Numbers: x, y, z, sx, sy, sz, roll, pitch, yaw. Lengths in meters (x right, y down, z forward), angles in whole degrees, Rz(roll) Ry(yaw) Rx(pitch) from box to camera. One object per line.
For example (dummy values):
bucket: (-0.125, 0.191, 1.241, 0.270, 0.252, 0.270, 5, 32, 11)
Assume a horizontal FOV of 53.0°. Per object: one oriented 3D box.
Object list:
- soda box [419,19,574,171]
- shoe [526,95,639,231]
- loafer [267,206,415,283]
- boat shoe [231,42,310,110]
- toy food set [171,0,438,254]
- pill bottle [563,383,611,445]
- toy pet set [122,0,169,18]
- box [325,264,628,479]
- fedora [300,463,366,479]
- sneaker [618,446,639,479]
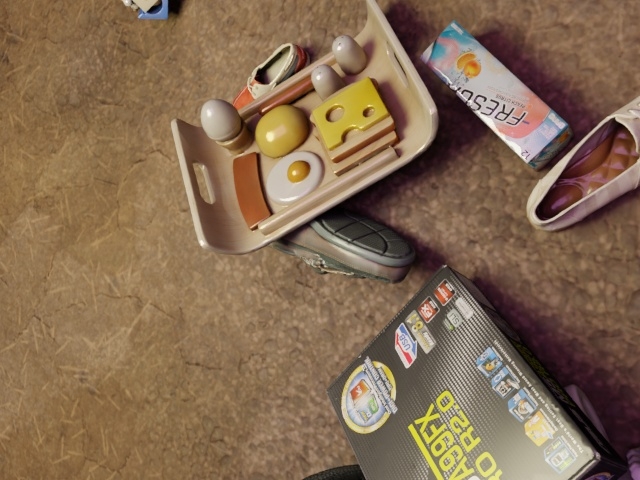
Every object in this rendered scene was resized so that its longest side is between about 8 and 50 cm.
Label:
soda box: (0.197, -0.161, 0.720, 0.058, 0.063, 0.183, -46, 67, 17)
shoe: (0.305, -0.084, 0.658, 0.219, 0.058, 0.077, -43, 68, 18)
loafer: (0.000, 0.000, 0.808, 0.267, 0.096, 0.084, 27, 118, 34)
boat shoe: (-0.076, -0.219, 0.881, 0.137, 0.043, 0.049, -35, 73, 22)
toy food set: (-0.032, -0.143, 0.768, 0.306, 0.092, 0.220, -30, 54, 13)
pill bottle: (0.220, 0.211, 0.668, 0.137, 0.078, 0.078, -31, 72, 23)
toy pet set: (-0.252, -0.393, 0.993, 0.122, 0.065, 0.114, -36, 36, 18)
box: (0.136, 0.188, 0.660, 0.216, 0.060, 0.270, -49, 39, 16)
fedora: (0.048, 0.403, 0.650, 0.334, 0.334, 0.153, 28, 129, 27)
sneaker: (0.349, 0.225, 0.593, 0.118, 0.110, 0.292, 38, 111, 17)
